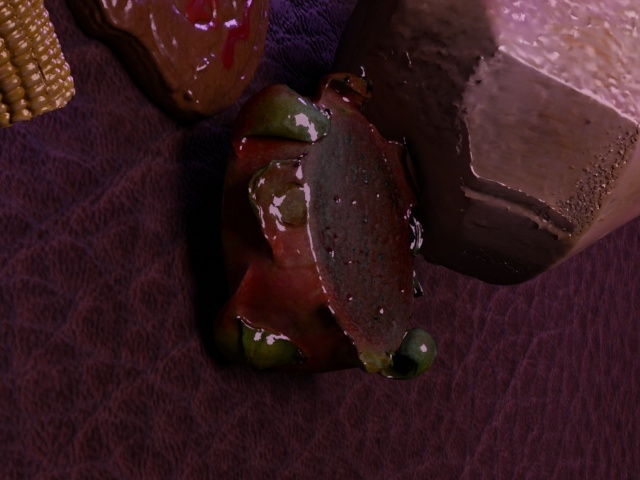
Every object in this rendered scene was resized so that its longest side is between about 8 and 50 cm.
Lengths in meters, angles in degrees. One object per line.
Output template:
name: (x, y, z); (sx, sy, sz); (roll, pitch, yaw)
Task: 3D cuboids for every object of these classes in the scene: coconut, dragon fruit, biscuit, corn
coconut: (0.183, -0.130, 1.538); (0.353, 0.353, 0.352); (32, 52, -54)
dragon fruit: (0.000, 0.000, 1.378); (0.268, 0.130, 0.295); (-49, 122, -57)
biscuit: (-0.119, -0.244, 1.346); (0.257, 0.049, 0.273); (45, 41, -46)
corn: (-0.242, -0.182, 1.042); (0.244, 0.093, 0.093); (63, 31, -28)
